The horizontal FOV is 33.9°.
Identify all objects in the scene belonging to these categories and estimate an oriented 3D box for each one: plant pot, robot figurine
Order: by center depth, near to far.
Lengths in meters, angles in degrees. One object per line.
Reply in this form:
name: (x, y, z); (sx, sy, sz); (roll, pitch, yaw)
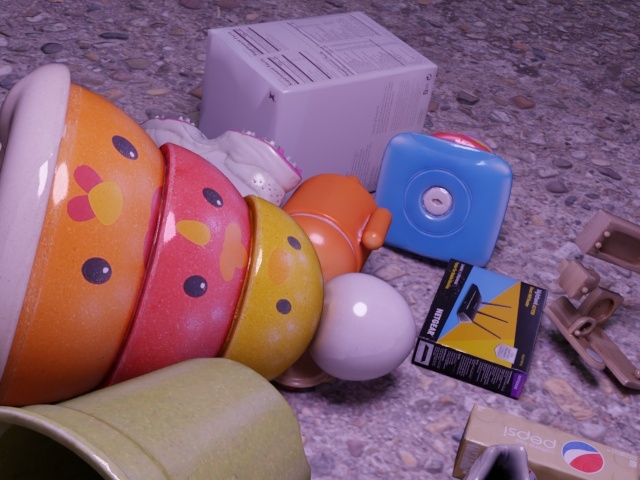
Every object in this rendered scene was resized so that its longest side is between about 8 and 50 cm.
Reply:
plant pot: (-0.145, 0.221, 0.864); (0.276, 0.276, 0.254); (27, 26, 21)
robot figurine: (-0.002, 0.001, 1.304); (0.158, 0.128, 0.219); (22, 35, 8)

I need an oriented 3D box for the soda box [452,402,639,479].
soda box: (0.235, 0.235, 1.097); (0.181, 0.058, 0.061); (18, 35, 8)

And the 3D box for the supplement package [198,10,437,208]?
supplement package: (-0.010, -0.188, 1.501); (0.262, 0.199, 0.198); (-15, 42, -32)

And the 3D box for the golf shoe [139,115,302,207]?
golf shoe: (-0.167, -0.080, 1.371); (0.306, 0.115, 0.140); (14, 71, 44)

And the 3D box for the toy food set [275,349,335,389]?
toy food set: (-0.028, 0.139, 1.190); (0.083, 0.020, 0.082); (-23, 47, -39)

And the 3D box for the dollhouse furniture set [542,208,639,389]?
dollhouse furniture set: (0.360, 0.074, 1.241); (0.144, 0.151, 0.123); (17, 27, -37)

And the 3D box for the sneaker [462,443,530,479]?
sneaker: (0.152, 0.290, 0.940); (0.099, 0.121, 0.262); (9, 35, -2)

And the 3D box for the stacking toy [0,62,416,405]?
stacking toy: (-0.118, 0.040, 1.090); (0.479, 0.351, 0.351); (13, 33, -19)

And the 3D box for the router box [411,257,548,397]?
router box: (0.198, 0.103, 1.284); (0.133, 0.046, 0.179); (18, 35, 9)

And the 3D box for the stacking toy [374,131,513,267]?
stacking toy: (0.199, -0.089, 1.496); (0.175, 0.166, 0.302); (17, 20, 15)
